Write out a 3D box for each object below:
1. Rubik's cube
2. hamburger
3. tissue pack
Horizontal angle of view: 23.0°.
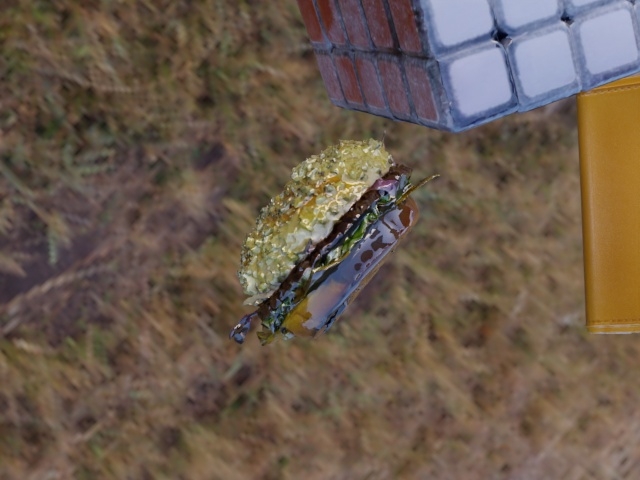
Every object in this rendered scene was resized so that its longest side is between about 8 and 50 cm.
[{"bbox_3d":[0.112,-0.220,1.017,0.237,0.237,0.238,-21,108,-16],"label":"Rubik's cube"},{"bbox_3d":[0.000,0.000,1.684,0.261,0.139,0.243,-47,176,-35],"label":"hamburger"},{"bbox_3d":[0.382,-0.035,1.737,0.194,0.145,0.274,6,82,-54],"label":"tissue pack"}]
